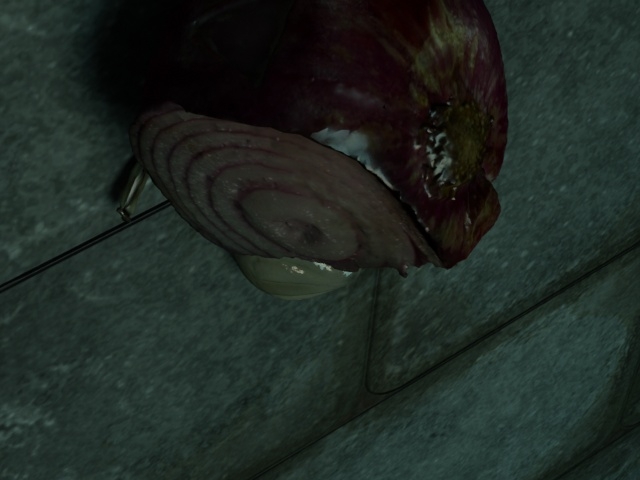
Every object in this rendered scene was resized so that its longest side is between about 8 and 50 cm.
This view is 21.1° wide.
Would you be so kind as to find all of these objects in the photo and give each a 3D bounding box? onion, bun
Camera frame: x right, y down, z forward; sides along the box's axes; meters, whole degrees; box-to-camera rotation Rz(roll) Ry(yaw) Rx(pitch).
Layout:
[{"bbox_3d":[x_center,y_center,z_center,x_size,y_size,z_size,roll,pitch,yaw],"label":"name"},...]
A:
[{"bbox_3d":[0.012,-0.111,1.196,0.230,0.272,0.256,-61,165,-23],"label":"onion"},{"bbox_3d":[0.000,0.000,1.444,0.138,0.094,0.138,-29,145,-24],"label":"bun"}]
